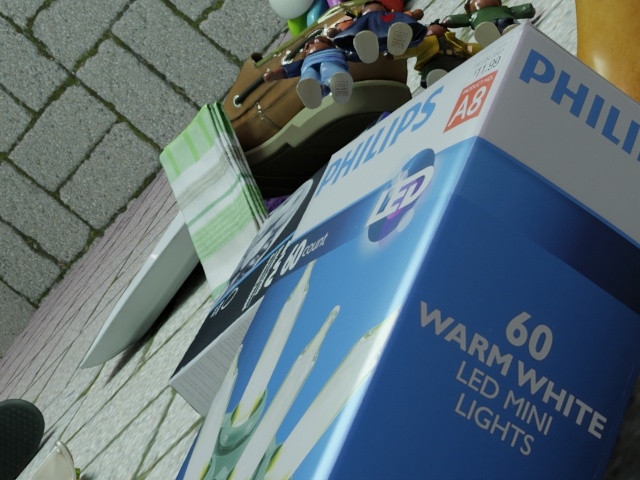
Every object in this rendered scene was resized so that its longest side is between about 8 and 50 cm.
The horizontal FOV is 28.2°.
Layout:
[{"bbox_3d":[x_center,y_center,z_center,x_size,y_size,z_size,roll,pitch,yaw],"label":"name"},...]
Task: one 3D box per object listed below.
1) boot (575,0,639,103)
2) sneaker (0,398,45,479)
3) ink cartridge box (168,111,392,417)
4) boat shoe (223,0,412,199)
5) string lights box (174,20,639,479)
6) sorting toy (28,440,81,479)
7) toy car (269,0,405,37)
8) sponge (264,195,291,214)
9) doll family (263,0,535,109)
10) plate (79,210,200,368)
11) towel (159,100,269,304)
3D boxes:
[{"bbox_3d":[0.105,-0.142,0.472,0.295,0.211,0.104,-49,10,4],"label":"boot"},{"bbox_3d":[-0.433,0.282,1.550,0.270,0.090,0.145,-52,13,4],"label":"sneaker"},{"bbox_3d":[0.000,0.000,0.873,0.208,0.045,0.206,-39,14,40],"label":"ink cartridge box"},{"bbox_3d":[-0.025,-0.112,1.109,0.307,0.111,0.104,-22,72,50],"label":"boat shoe"},{"bbox_3d":[0.010,0.078,0.370,0.133,0.077,0.259,-30,31,61],"label":"string lights box"},{"bbox_3d":[-0.232,0.215,1.096,0.083,0.045,0.075,-51,3,-6],"label":"sorting toy"},{"bbox_3d":[0.040,-0.297,1.560,0.182,0.159,0.136,-46,48,18],"label":"toy car"},{"bbox_3d":[-0.019,-0.084,1.282,0.210,0.031,0.117,-47,11,16],"label":"sponge"},{"bbox_3d":[0.056,-0.138,0.910,0.111,0.193,0.076,-97,9,-62],"label":"doll family"},{"bbox_3d":[-0.156,-0.002,1.466,0.277,0.045,0.278,-53,8,27],"label":"plate"},{"bbox_3d":[-0.090,-0.028,1.091,0.023,0.152,0.113,-14,-15,-39],"label":"towel"}]
